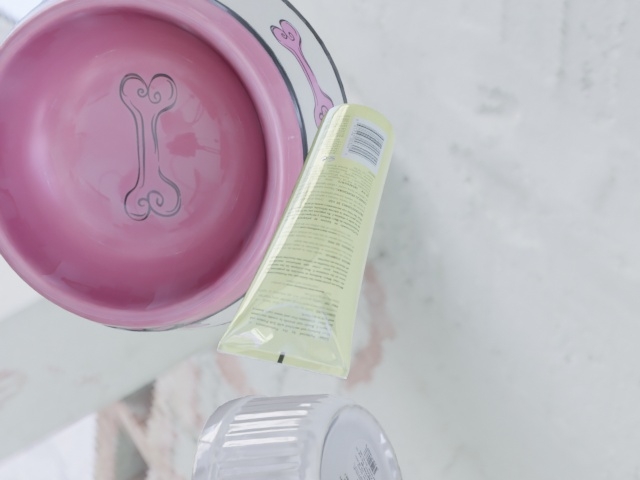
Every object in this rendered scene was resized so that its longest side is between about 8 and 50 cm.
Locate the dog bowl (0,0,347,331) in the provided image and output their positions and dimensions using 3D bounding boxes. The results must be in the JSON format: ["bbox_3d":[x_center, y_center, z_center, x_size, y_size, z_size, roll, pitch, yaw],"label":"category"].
[{"bbox_3d":[-0.180,-0.091,1.635,0.408,0.408,0.150,61,18,-2],"label":"dog bowl"}]

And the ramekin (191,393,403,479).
[{"bbox_3d":[-0.010,0.225,1.335,0.109,0.207,0.207,-14,-71,26],"label":"ramekin"}]

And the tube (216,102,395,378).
[{"bbox_3d":[0.000,0.000,1.161,0.070,0.240,0.062,-23,-55,36],"label":"tube"}]
